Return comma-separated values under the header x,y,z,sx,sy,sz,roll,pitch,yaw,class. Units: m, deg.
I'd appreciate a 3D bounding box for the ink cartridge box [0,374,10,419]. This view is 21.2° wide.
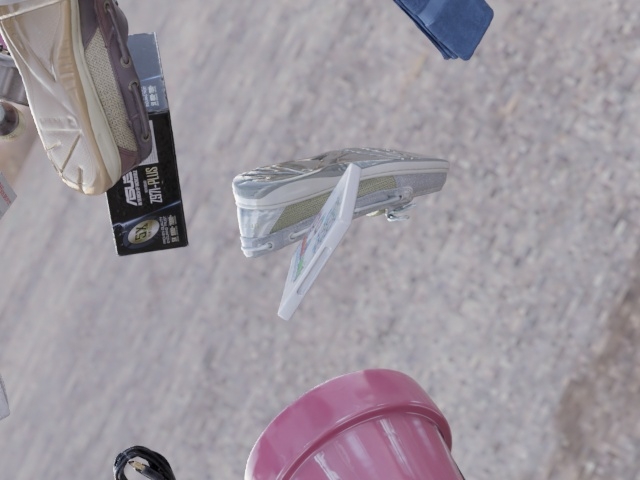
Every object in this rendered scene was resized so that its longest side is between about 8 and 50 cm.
x,y,z,sx,sy,sz,roll,pitch,yaw,class
-0.427,0.190,1.573,0.189,0.066,0.232,-14,5,32,ink cartridge box

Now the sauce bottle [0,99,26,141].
x,y,z,sx,sy,sz,roll,pitch,yaw,class
-0.351,-0.133,1.875,0.042,0.042,0.128,-64,-1,-2,sauce bottle

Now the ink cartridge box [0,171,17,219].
x,y,z,sx,sy,sz,roll,pitch,yaw,class
-0.369,-0.022,1.739,0.122,0.052,0.088,-58,-8,-12,ink cartridge box

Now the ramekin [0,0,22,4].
x,y,z,sx,sy,sz,roll,pitch,yaw,class
-0.288,-0.331,1.362,0.135,0.277,0.277,119,169,-49,ramekin

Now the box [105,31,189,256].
x,y,z,sx,sy,sz,roll,pitch,yaw,class
-0.191,-0.100,1.774,0.147,0.078,0.180,-104,7,-49,box

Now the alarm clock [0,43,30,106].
x,y,z,sx,sy,sz,roll,pitch,yaw,class
-0.401,-0.211,2.169,0.192,0.129,0.064,1,-72,-57,alarm clock

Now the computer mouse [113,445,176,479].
x,y,z,sx,sy,sz,roll,pitch,yaw,class
-0.103,0.254,1.632,0.071,0.242,0.041,-51,40,13,computer mouse

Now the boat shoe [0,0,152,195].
x,y,z,sx,sy,sz,roll,pitch,yaw,class
-0.219,-0.184,1.527,0.103,0.285,0.092,4,27,40,boat shoe

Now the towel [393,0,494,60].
x,y,z,sx,sy,sz,roll,pitch,yaw,class
0.106,-0.222,1.561,0.029,0.119,0.067,12,65,55,towel

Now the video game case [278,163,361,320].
x,y,z,sx,sy,sz,roll,pitch,yaw,class
0.000,0.000,1.952,0.143,0.019,0.157,-58,8,25,video game case

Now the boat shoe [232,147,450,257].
x,y,z,sx,sy,sz,roll,pitch,yaw,class
0.030,-0.055,2.192,0.118,0.320,0.103,16,113,49,boat shoe

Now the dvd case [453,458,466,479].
x,y,z,sx,sy,sz,roll,pitch,yaw,class
0.164,0.316,2.134,0.087,0.013,0.119,101,148,-47,dvd case

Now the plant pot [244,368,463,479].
x,y,z,sx,sy,sz,roll,pitch,yaw,class
0.056,0.248,1.565,0.201,0.201,0.180,-58,45,22,plant pot
